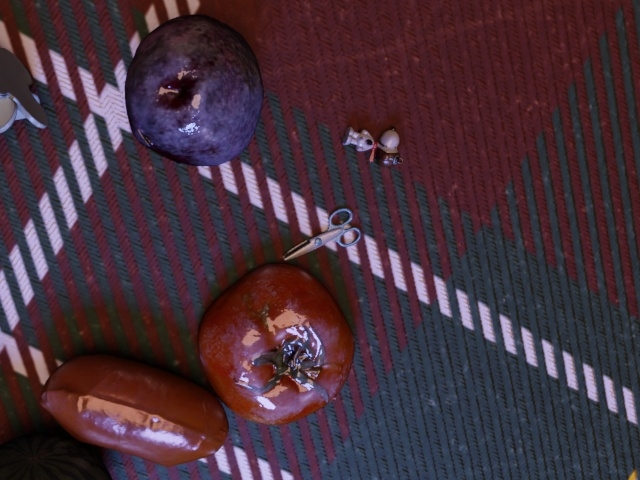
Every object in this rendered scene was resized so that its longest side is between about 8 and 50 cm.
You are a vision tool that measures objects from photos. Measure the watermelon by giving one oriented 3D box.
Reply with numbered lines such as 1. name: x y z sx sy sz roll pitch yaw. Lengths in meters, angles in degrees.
1. watermelon: -0.377 0.368 1.115 0.212 0.212 0.212 -2 102 -9

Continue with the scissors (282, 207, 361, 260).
1. scissors: 0.000 0.000 1.194 0.119 0.014 0.058 -28 104 -6

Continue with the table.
1. table: -0.466 -0.153 1.020 0.198 0.166 0.166 -34 105 7

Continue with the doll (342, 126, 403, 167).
1. doll: 0.075 -0.131 1.165 0.085 0.040 0.058 -1 90 -13

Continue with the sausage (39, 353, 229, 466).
1. sausage: -0.251 0.232 1.145 0.258 0.133 0.133 21 98 -10

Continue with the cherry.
1. cherry: -0.158 -0.187 1.041 0.195 0.195 0.195 -2 102 -9

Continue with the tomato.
1. tomato: -0.058 0.154 1.178 0.236 0.095 0.237 -2 102 -9
